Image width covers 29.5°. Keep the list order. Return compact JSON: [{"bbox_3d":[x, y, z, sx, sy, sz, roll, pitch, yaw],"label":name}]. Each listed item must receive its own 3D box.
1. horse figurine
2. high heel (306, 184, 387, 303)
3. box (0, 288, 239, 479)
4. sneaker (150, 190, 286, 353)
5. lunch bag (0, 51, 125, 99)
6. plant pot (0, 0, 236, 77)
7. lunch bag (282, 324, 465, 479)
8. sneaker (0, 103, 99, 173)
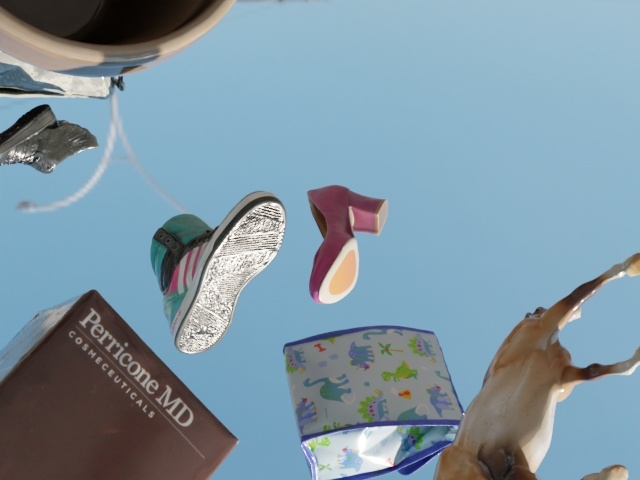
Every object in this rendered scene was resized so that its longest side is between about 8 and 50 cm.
[{"bbox_3d":[0.131,0.120,0.759,0.066,0.174,0.263,33,-122,-14],"label":"horse figurine"},{"bbox_3d":[0.000,0.000,1.591,0.117,0.082,0.244,10,-141,17],"label":"high heel"},{"bbox_3d":[-0.262,0.240,0.971,0.143,0.191,0.381,-22,-156,54],"label":"box"},{"bbox_3d":[-0.160,0.005,1.799,0.123,0.296,0.178,8,-143,-37],"label":"sneaker"},{"bbox_3d":[-0.422,-0.319,1.663,0.305,0.256,0.212,1,-168,-6],"label":"lunch bag"},{"bbox_3d":[-0.205,-0.243,0.968,0.263,0.263,0.229,-11,178,-24],"label":"plant pot"},{"bbox_3d":[0.051,0.149,1.135,0.151,0.096,0.129,-15,-137,0],"label":"lunch bag"},{"bbox_3d":[-0.390,-0.118,1.638,0.170,0.089,0.051,-39,-146,-19],"label":"sneaker"}]
